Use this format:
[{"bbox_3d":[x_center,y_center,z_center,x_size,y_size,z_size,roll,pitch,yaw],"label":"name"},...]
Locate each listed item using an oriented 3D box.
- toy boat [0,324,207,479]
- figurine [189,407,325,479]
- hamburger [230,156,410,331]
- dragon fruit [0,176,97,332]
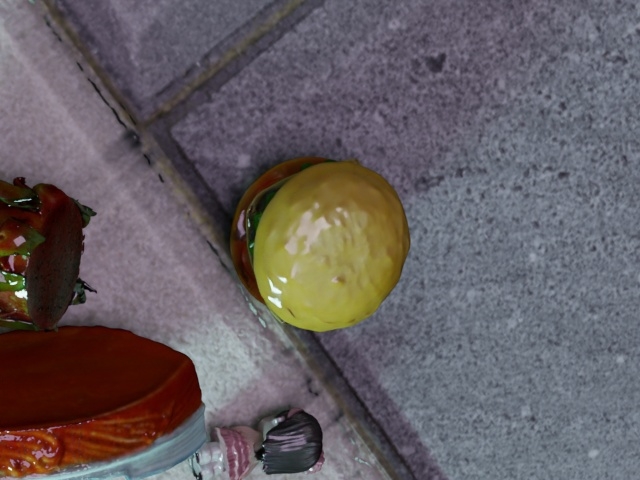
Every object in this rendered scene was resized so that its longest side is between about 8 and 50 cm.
[{"bbox_3d":[-0.249,0.164,1.244,0.332,0.145,0.133,-5,126,-24],"label":"toy boat"},{"bbox_3d":[-0.055,0.199,1.390,0.129,0.054,0.072,-12,110,-22],"label":"figurine"},{"bbox_3d":[0.000,0.000,1.338,0.162,0.115,0.162,-7,107,-25],"label":"hamburger"},{"bbox_3d":[-0.251,-0.003,1.221,0.175,0.138,0.142,27,128,-12],"label":"dragon fruit"}]
